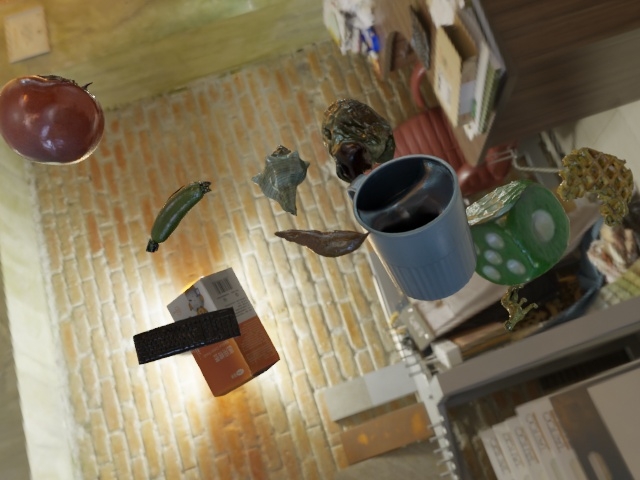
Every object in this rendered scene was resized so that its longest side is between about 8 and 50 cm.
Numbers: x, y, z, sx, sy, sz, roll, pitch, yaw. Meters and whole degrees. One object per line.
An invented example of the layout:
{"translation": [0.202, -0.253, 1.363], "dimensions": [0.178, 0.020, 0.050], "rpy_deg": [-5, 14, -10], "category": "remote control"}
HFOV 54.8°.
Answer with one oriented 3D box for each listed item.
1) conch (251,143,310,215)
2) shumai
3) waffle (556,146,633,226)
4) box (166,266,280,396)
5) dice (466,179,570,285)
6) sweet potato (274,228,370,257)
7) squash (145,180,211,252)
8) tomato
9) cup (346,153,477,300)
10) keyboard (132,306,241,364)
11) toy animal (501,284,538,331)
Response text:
{"translation": [-0.101, -0.173, 1.545], "dimensions": [0.234, 0.137, 0.114], "rpy_deg": [-74, -8, -56], "category": "conch"}
{"translation": [0.064, -0.276, 1.773], "dimensions": [0.272, 0.203, 0.222], "rpy_deg": [13, 129, 50], "category": "shumai"}
{"translation": [0.581, -0.113, 1.292], "dimensions": [0.051, 0.194, 0.149], "rpy_deg": [3, 82, 66], "category": "waffle"}
{"translation": [-0.303, 0.289, 1.922], "dimensions": [0.143, 0.225, 0.341], "rpy_deg": [-20, -102, -49], "category": "box"}
{"translation": [0.684, -0.028, 2.209], "dimensions": [0.287, 0.297, 0.300], "rpy_deg": [52, 150, -10], "category": "dice"}
{"translation": [0.002, 0.007, 1.370], "dimensions": [0.068, 0.226, 0.068], "rpy_deg": [2, -90, -71], "category": "sweet potato"}
{"translation": [-0.426, -0.086, 1.809], "dimensions": [0.071, 0.318, 0.080], "rpy_deg": [31, -149, -28], "category": "squash"}
{"translation": [-0.678, -0.304, 1.559], "dimensions": [0.256, 0.255, 0.224], "rpy_deg": [-149, 64, -85], "category": "tomato"}
{"translation": [0.225, -0.020, 1.599], "dimensions": [0.311, 0.331, 0.257], "rpy_deg": [58, -140, -45], "category": "cup"}
{"translation": [-0.323, 0.227, 1.493], "dimensions": [0.017, 0.250, 0.087], "rpy_deg": [100, 153, -64], "category": "keyboard"}
{"translation": [0.716, 0.238, 2.311], "dimensions": [0.136, 0.073, 0.181], "rpy_deg": [-57, 26, 26], "category": "toy animal"}
